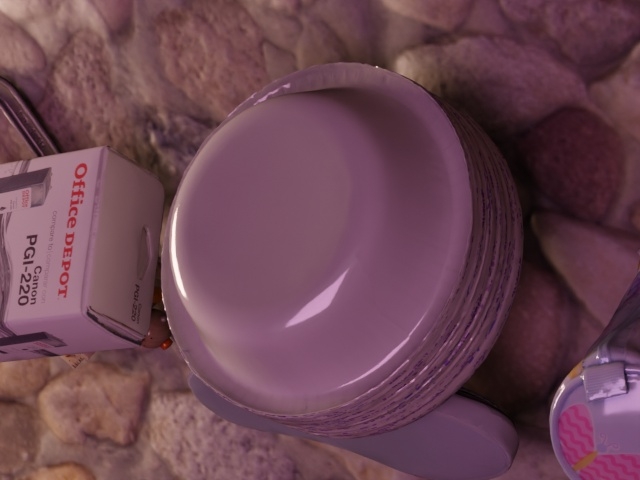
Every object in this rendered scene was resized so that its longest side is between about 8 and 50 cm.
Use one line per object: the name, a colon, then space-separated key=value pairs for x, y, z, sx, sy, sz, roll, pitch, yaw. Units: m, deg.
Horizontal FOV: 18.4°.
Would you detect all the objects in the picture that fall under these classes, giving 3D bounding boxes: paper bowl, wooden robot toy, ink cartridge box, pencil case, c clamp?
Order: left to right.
c clamp: x=-0.293 y=-0.067 z=1.805 sx=0.137 sy=0.022 sz=0.160 roll=-29 pitch=92 yaw=35
ink cartridge box: x=-0.253 y=0.017 z=1.709 sx=0.218 sy=0.092 sz=0.158 roll=-7 pitch=66 yaw=28
wooden robot toy: x=-0.171 y=0.077 z=1.761 sx=0.079 sy=0.076 sz=0.173 roll=44 pitch=125 yaw=-3
paper bowl: x=0.000 y=0.000 z=1.507 sx=0.284 sy=0.148 sz=0.284 roll=-13 pitch=66 yaw=31
pencil case: x=0.248 y=0.078 z=1.390 sx=0.113 sy=0.273 sz=0.124 roll=3 pitch=116 yaw=23

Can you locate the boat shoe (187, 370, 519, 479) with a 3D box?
boat shoe: x=0.037 y=0.116 z=1.626 sx=0.306 sy=0.105 sz=0.113 roll=6 pitch=141 yaw=39
